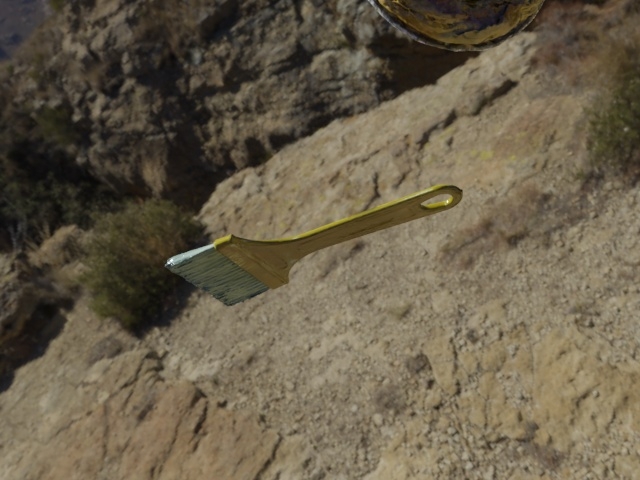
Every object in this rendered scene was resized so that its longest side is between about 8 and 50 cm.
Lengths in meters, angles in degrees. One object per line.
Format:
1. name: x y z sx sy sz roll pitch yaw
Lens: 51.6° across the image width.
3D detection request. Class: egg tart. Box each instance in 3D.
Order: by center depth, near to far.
1. egg tart: 0.133 -0.306 0.711 0.234 0.234 0.094 -51 3 -17

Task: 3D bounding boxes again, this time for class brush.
1. brush: 0.000 0.000 0.459 0.205 0.083 0.011 -20 57 18
